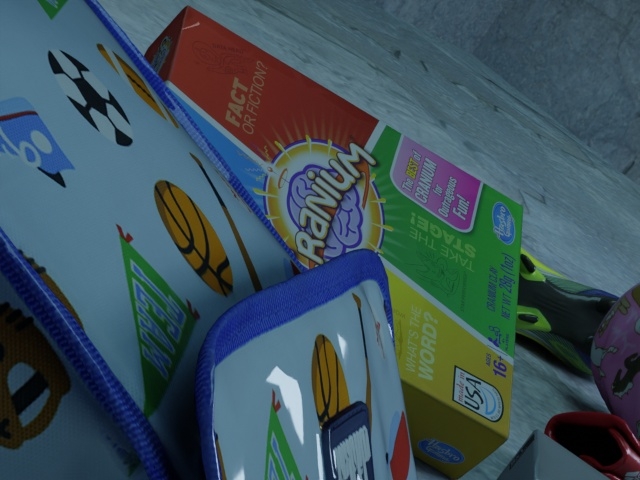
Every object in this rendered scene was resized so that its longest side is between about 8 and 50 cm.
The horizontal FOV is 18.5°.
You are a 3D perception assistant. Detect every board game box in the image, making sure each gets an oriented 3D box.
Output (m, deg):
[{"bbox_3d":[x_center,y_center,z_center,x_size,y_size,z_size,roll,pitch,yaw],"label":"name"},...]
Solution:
[{"bbox_3d":[0.000,0.000,1.420,0.316,0.064,0.242,29,42,-20],"label":"board game box"}]

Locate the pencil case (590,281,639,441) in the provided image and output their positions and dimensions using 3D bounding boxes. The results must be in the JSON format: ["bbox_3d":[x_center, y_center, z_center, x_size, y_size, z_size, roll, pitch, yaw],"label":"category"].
[{"bbox_3d":[0.362,0.164,1.713,0.160,0.167,0.386,61,-1,-24],"label":"pencil case"}]

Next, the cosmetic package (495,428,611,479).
[{"bbox_3d":[0.183,0.230,1.125,0.238,0.127,0.107,32,13,-4],"label":"cosmetic package"}]

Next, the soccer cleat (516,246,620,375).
[{"bbox_3d":[0.201,0.061,1.960,0.289,0.093,0.121,27,-17,-12],"label":"soccer cleat"}]

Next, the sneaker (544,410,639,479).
[{"bbox_3d":[0.257,0.200,1.477,0.221,0.087,0.128,25,-5,19],"label":"sneaker"}]

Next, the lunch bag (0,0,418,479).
[{"bbox_3d":[-0.111,0.063,0.781,0.385,0.239,0.328,51,14,4],"label":"lunch bag"}]
